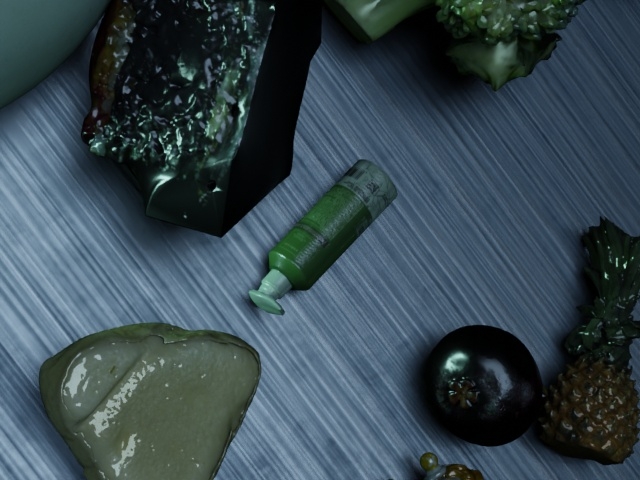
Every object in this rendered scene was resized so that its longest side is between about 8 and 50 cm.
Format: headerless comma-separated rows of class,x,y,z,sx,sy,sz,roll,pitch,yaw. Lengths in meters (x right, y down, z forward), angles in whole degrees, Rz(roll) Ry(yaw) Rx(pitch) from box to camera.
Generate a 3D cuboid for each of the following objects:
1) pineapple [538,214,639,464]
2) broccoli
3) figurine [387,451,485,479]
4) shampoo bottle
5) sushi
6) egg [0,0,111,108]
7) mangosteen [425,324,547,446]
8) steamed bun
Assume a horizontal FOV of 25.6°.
pineapple,0.331,0.114,1.614,0.119,0.130,0.277,13,76,15
broccoli,0.158,-0.349,1.567,0.338,0.277,0.317,21,94,-5
figurine,0.115,0.292,1.535,0.143,0.068,0.101,-33,87,-9
shampoo bottle,0.000,0.000,1.548,0.065,0.065,0.204,46,70,-5
sushi,-0.132,-0.163,1.446,0.212,0.215,0.227,15,114,12
egg,-0.351,-0.244,1.391,0.371,0.230,0.230,-35,92,-27
mangosteen,0.189,0.158,1.559,0.151,0.137,0.137,-8,81,-54
steamed bun,-0.189,0.166,1.431,0.212,0.110,0.231,40,67,-26
